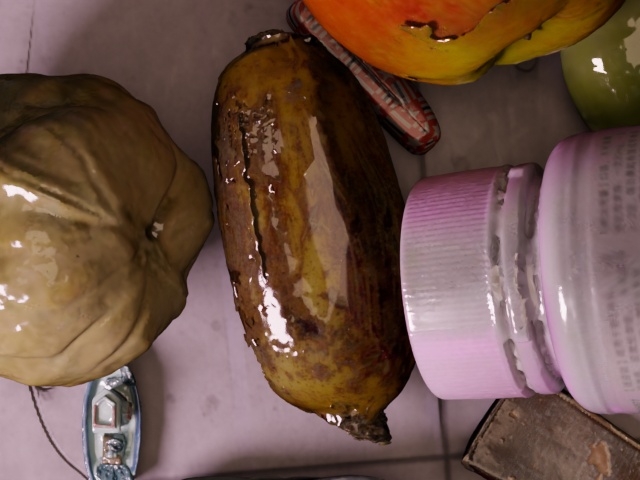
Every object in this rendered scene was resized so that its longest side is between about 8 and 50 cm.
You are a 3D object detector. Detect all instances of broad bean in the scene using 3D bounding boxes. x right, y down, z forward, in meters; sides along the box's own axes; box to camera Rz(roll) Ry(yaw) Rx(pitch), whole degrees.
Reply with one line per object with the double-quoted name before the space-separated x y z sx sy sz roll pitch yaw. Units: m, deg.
"broad bean" 0.362 -0.168 1.485 0.238 0.119 0.291 -35 87 8

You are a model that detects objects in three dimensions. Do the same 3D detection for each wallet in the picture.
"wallet" 0.259 0.232 1.522 0.232 0.031 0.122 35 85 -2

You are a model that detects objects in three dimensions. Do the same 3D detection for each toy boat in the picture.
"toy boat" -0.204 0.177 1.500 0.059 0.066 0.140 1 88 3

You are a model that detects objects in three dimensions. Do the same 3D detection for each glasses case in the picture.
"glasses case" 0.046 -0.164 1.502 0.049 0.073 0.194 -44 91 -1

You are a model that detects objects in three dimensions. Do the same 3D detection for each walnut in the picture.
"walnut" -0.246 -0.015 1.398 0.276 0.253 0.282 22 98 33

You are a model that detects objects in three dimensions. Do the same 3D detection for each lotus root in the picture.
"lotus root" 0.000 0.000 1.437 0.179 0.196 0.398 -10 93 12

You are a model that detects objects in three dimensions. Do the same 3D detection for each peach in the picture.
"peach" 0.114 -0.325 1.371 0.370 0.370 0.370 0 89 -1

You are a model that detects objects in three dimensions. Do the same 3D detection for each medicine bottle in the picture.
"medicine bottle" 0.254 0.029 1.378 0.324 0.256 0.256 -7 89 19

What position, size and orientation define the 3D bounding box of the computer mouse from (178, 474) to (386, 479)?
"computer mouse" -0.065 0.299 1.492 0.379 0.090 0.167 2 90 5
